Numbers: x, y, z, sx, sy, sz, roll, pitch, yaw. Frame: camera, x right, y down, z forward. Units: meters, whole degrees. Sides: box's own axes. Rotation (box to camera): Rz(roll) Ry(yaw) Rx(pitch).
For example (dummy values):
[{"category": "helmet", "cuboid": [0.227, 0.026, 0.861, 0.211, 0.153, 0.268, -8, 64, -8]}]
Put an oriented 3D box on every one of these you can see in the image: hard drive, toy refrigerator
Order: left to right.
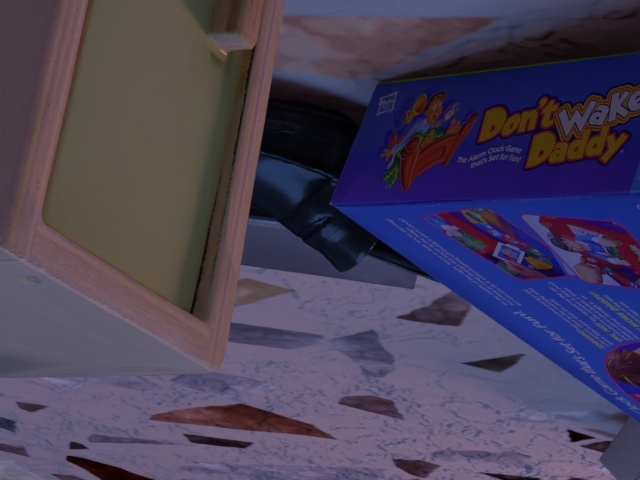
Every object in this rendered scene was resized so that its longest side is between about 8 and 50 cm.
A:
[{"category": "toy refrigerator", "cuboid": [-0.064, -0.103, 0.488, 0.094, 0.270, 0.102, -4, 156, 30]}, {"category": "hard drive", "cuboid": [0.000, 0.000, 1.099, 0.135, 0.022, 0.094, 8, 160, 2]}]

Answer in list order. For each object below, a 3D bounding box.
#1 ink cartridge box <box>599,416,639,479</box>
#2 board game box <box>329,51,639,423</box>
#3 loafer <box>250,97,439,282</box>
[{"category": "ink cartridge box", "cuboid": [0.404, 0.264, 1.406, 0.275, 0.060, 0.239, 22, -164, -33]}, {"category": "board game box", "cuboid": [0.207, 0.027, 0.886, 0.347, 0.078, 0.233, 35, 158, -35]}, {"category": "loafer", "cuboid": [0.015, -0.023, 0.936, 0.223, 0.078, 0.076, 15, 154, -24]}]
